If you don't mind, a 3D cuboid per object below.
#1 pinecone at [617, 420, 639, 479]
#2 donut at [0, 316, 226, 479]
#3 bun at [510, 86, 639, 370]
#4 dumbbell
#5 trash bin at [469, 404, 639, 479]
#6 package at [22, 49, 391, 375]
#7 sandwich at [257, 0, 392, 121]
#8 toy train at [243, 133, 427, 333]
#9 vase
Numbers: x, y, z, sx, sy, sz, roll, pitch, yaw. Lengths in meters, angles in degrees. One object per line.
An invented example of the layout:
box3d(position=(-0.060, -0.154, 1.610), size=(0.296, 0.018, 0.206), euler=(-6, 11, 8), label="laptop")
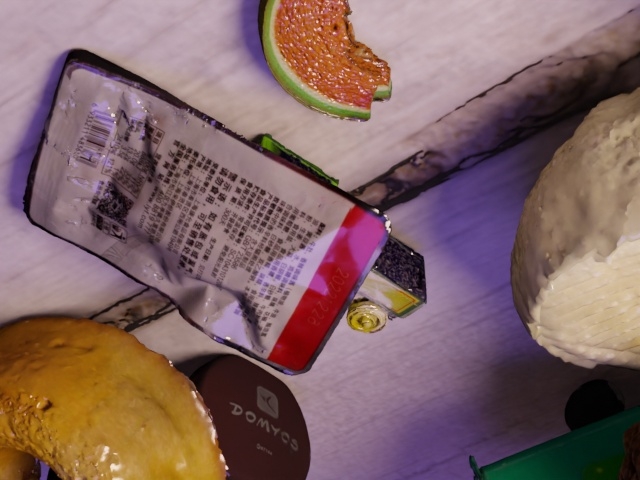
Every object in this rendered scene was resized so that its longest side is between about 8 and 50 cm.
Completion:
box3d(position=(0.303, 0.154, 0.744), size=(0.205, 0.184, 0.179), euler=(-11, 135, -37), label="pinecone")
box3d(position=(-0.216, 0.198, 0.923), size=(0.278, 0.108, 0.277), euler=(8, 109, 25), label="donut")
box3d(position=(0.248, -0.016, 0.755), size=(0.259, 0.152, 0.259), euler=(1, 150, 0), label="bun")
box3d(position=(-0.128, 0.202, 1.023), size=(0.225, 0.124, 0.140), euler=(-30, 131, 30), label="dumbbell")
box3d(position=(0.335, 0.256, 0.947), size=(0.381, 0.259, 0.295), euler=(-15, 134, 0), label="trash bin")
box3d(position=(-0.086, -0.012, 0.775), size=(0.239, 0.030, 0.154), euler=(31, 124, 4), label="package")
box3d(position=(-0.002, -0.125, 0.719), size=(0.067, 0.029, 0.135), euler=(-19, 135, 12), label="sandwich")
box3d(position=(0.000, 0.000, 0.841), size=(0.202, 0.060, 0.081), euler=(33, 130, -31), label="toy train")
box3d(position=(0.286, 0.191, 1.067), size=(0.059, 0.059, 0.167), euler=(-24, 134, 24), label="vase")
